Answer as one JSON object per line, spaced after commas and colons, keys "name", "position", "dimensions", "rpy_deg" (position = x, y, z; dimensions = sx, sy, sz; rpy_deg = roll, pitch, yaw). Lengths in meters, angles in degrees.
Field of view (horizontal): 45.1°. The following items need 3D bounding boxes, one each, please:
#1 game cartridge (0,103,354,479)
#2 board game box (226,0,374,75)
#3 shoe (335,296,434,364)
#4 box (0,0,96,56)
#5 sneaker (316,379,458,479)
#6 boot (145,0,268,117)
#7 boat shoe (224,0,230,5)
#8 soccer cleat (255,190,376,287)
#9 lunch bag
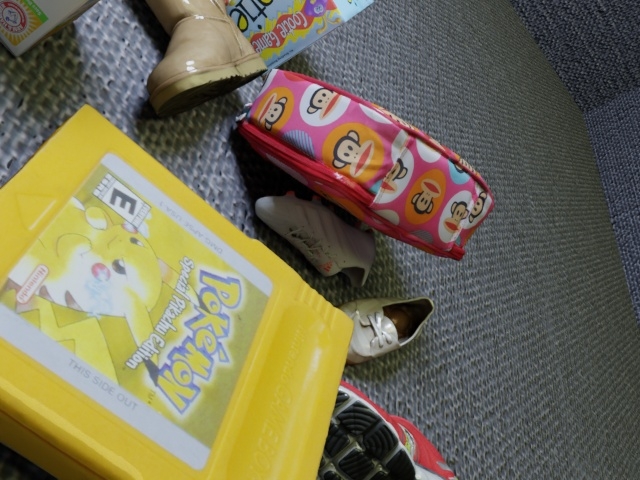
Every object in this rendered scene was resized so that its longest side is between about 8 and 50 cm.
{"name": "game cartridge", "position": [-0.121, 0.070, 0.604], "dimensions": [0.323, 0.052, 0.285], "rpy_deg": [38, 36, -15]}
{"name": "board game box", "position": [-0.075, -0.382, 1.005], "dimensions": [0.275, 0.142, 0.144], "rpy_deg": [56, 30, -13]}
{"name": "shoe", "position": [0.077, 0.101, 0.955], "dimensions": [0.219, 0.058, 0.077], "rpy_deg": [-7, 73, -59]}
{"name": "box", "position": [-0.201, -0.262, 0.645], "dimensions": [0.103, 0.203, 0.114], "rpy_deg": [53, 29, -20]}
{"name": "sneaker", "position": [0.055, 0.223, 0.815], "dimensions": [0.279, 0.107, 0.118], "rpy_deg": [48, 13, -29]}
{"name": "boot", "position": [-0.179, -0.273, 0.819], "dimensions": [0.270, 0.089, 0.236], "rpy_deg": [60, 18, -9]}
{"name": "boat shoe", "position": [-0.154, -0.346, 0.943], "dimensions": [0.043, 0.049, 0.137], "rpy_deg": [-44, 111, -50]}
{"name": "soccer cleat", "position": [0.000, 0.000, 0.907], "dimensions": [0.196, 0.068, 0.076], "rpy_deg": [24, 67, -44]}
{"name": "lunch bag", "position": [0.046, -0.097, 0.931], "dimensions": [0.293, 0.120, 0.258], "rpy_deg": [27, 5, -47]}
